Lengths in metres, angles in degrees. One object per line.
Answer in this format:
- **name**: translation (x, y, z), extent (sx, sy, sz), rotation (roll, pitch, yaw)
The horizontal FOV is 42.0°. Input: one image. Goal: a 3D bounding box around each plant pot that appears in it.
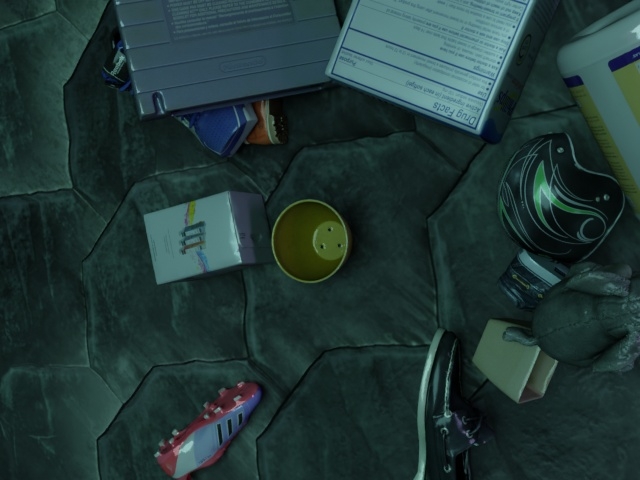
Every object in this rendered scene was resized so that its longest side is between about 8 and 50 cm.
- **plant pot**: translation (0.000, 0.000, 1.376), extent (0.134, 0.095, 0.134), rotation (1, 92, 24)
- **plant pot**: translation (0.294, 0.170, 1.250), extent (0.096, 0.109, 0.109), rotation (26, 101, 33)

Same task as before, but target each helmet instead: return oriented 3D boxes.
- **helmet**: translation (0.331, -0.063, 1.190), extent (0.161, 0.169, 0.169), rotation (31, 104, -2)

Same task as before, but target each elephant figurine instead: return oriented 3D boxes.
- **elephant figurine**: translation (0.384, 0.088, 1.066), extent (0.169, 0.239, 0.186), rotation (34, 77, -1)

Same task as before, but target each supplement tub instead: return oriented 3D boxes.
- **supplement tub**: translation (0.476, -0.153, 1.058), extent (0.241, 0.241, 0.331), rotation (-27, 98, 21)

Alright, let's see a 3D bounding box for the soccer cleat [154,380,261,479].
- **soccer cleat**: translation (-0.186, 0.342, 1.482), extent (0.248, 0.083, 0.095), rotation (-39, 105, 14)

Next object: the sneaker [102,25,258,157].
- **sneaker**: translation (-0.269, -0.265, 1.428), extent (0.315, 0.182, 0.127), rotation (49, 123, 21)

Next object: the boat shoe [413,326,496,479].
- **boat shoe**: translation (0.209, 0.304, 1.273), extent (0.113, 0.127, 0.340), rotation (7, 95, 22)

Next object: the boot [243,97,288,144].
- **boot**: translation (-0.109, -0.243, 1.444), extent (0.084, 0.059, 0.158), rotation (-3, 90, 29)

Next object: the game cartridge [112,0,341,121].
- **game cartridge**: translation (-0.143, -0.335, 1.359), extent (0.355, 0.068, 0.230), rotation (-12, 80, -13)

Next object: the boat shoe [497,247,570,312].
- **boat shoe**: translation (0.356, 0.088, 1.246), extent (0.183, 0.065, 0.083), rotation (39, 127, 10)

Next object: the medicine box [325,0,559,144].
- **medicine box**: translation (0.192, -0.328, 1.259), extent (0.263, 0.149, 0.289), rotation (26, 101, 21)

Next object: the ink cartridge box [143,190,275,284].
- **ink cartridge box**: translation (-0.189, -0.004, 1.441), extent (0.176, 0.128, 0.127), rotation (-13, 85, 22)
